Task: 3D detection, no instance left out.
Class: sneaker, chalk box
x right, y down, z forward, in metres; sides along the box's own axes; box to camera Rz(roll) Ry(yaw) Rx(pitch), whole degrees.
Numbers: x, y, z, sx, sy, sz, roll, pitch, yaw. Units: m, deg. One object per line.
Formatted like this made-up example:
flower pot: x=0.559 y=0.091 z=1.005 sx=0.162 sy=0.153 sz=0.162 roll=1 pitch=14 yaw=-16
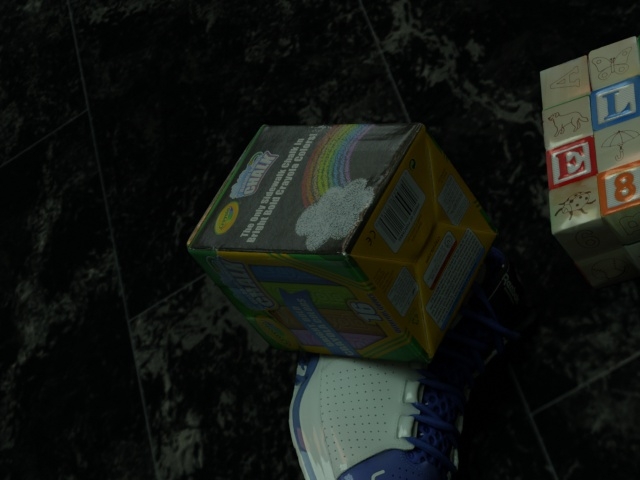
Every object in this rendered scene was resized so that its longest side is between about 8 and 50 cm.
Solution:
sneaker: x=0.079 y=0.093 z=1.261 sx=0.182 sy=0.127 sz=0.316 roll=-28 pitch=43 yaw=20
chalk box: x=0.000 y=0.000 z=1.232 sx=0.213 sy=0.132 sz=0.132 roll=3 pitch=52 yaw=44

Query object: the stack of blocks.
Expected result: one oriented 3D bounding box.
stack of blocks: x=0.326 y=-0.092 z=1.250 sx=0.297 sy=0.087 sz=0.171 roll=-18 pitch=48 yaw=25
